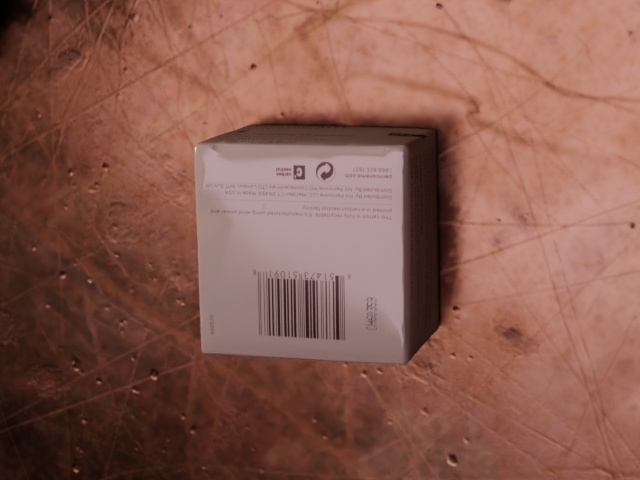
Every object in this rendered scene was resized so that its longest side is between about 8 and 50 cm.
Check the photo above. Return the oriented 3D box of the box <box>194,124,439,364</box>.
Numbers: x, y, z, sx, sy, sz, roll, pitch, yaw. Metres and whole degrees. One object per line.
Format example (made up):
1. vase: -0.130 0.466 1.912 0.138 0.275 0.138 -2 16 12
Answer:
1. box: 0.000 0.000 1.235 0.181 0.119 0.182 2 101 16
